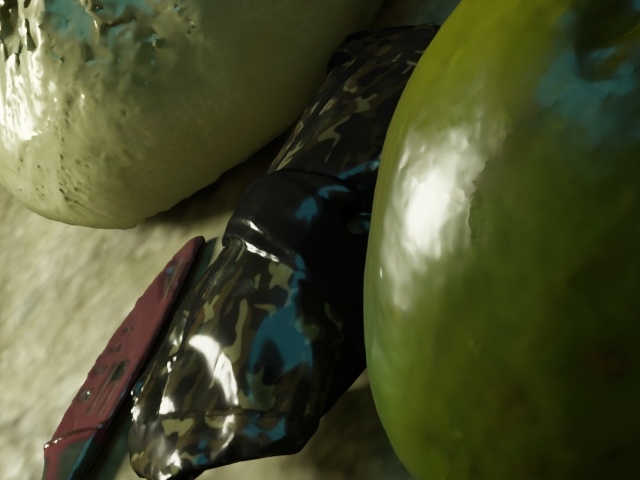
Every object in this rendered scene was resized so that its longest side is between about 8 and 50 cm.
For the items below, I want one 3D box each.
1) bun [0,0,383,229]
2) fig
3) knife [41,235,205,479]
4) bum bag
[{"bbox_3d":[-0.094,-0.143,0.869,0.287,0.146,0.287,-25,43,26],"label":"bun"},{"bbox_3d":[0.094,0.006,0.504,0.191,0.181,0.181,-61,33,14],"label":"fig"},{"bbox_3d":[-0.113,0.099,0.770,0.035,0.018,0.247,-2,52,49],"label":"knife"},{"bbox_3d":[0.000,0.000,0.699,0.102,0.069,0.248,-18,41,57],"label":"bum bag"}]
